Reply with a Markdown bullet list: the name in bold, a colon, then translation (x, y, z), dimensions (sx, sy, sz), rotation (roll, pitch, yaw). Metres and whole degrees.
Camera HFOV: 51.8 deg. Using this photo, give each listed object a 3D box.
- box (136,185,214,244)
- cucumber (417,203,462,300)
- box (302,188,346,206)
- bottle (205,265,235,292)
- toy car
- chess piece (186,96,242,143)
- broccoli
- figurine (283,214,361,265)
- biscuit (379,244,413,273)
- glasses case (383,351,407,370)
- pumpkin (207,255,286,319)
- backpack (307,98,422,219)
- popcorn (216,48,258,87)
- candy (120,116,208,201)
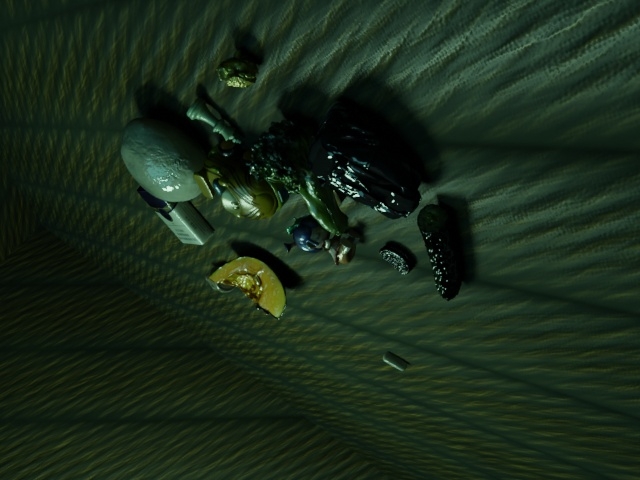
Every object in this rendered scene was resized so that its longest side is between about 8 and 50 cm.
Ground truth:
- **box**: translation (-0.498, -0.099, 2.258), dimensions (0.168, 0.071, 0.259), rotation (3, 139, 53)
- **cucumber**: translation (0.266, 0.039, 1.430), dimensions (0.072, 0.072, 0.300), rotation (22, 153, 33)
- **box**: translation (0.009, -0.105, 1.598), dimensions (0.089, 0.022, 0.156), rotation (41, 155, -1)
- **bottle**: translation (-0.378, 0.146, 2.500), dimensions (0.099, 0.099, 0.152), rotation (48, 161, -19)
- **toy car**: translation (-0.208, -0.141, 1.693), dimensions (0.247, 0.142, 0.200), rotation (25, 153, 32)
- **chess piece**: translation (-0.255, -0.287, 1.624), dimensions (0.149, 0.059, 0.059), rotation (37, 156, -11)
- **broccoli**: translation (-0.032, -0.125, 1.471), dimensions (0.145, 0.165, 0.304), rotation (-2, 137, 47)
- **figurine**: translation (0.000, 0.000, 1.688), dimensions (0.195, 0.111, 0.102), rotation (29, 134, 23)
- **biscuit**: translation (0.186, 0.046, 1.604), dimensions (0.087, 0.027, 0.089), rotation (15, 147, 41)
- **glasses case**: translation (0.239, 0.388, 2.113), dimensions (0.083, 0.032, 0.021), rotation (27, 156, 25)
- **pumpkin**: translation (-0.208, 0.114, 2.204), dimensions (0.312, 0.148, 0.169), rotation (26, 112, 19)
- **backpack**: translation (0.090, -0.142, 1.314), dimensions (0.258, 0.133, 0.206), rotation (33, 159, -4)
- **popcorn**: translation (-0.167, -0.348, 1.372), dimensions (0.084, 0.084, 0.084), rotation (31, 155, 17)
- **candy**: translation (-0.442, -0.220, 1.841), dimensions (0.295, 0.185, 0.295), rotation (29, 159, 13)
